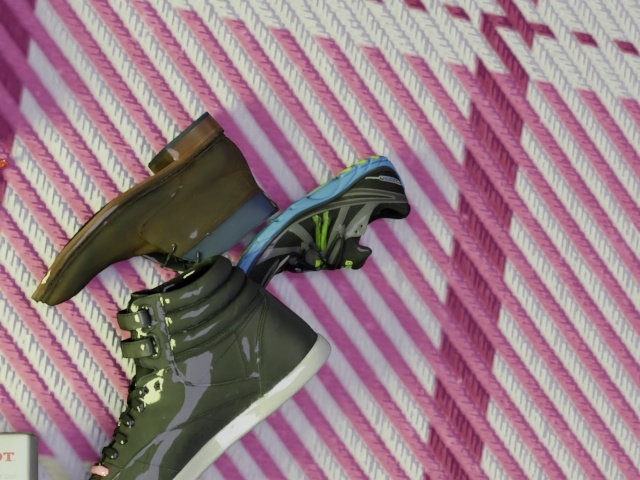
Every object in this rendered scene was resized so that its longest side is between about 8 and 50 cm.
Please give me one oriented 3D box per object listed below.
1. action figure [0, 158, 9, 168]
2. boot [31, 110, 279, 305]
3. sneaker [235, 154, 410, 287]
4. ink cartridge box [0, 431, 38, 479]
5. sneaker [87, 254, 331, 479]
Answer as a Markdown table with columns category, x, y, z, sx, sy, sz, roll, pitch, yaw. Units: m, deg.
| category | x | y | z | sx | sy | sz | roll | pitch | yaw |
| --- | --- | --- | --- | --- | --- | --- | --- | --- | --- |
| action figure | -0.299 | -0.022 | 1.636 | 0.038 | 0.030 | 0.115 | 31 | 79 | -16 |
| boot | -0.134 | 0.000 | 1.651 | 0.106 | 0.082 | 0.219 | 46 | 73 | -4 |
| sneaker | 0.000 | 0.000 | 1.695 | 0.188 | 0.067 | 0.078 | -35 | 88 | -19 |
| ink cartridge box | -0.290 | 0.239 | 1.575 | 0.127 | 0.072 | 0.175 | -1 | 84 | -2 |
| sneaker | -0.144 | 0.130 | 1.613 | 0.296 | 0.104 | 0.147 | -42 | 101 | -13 |
